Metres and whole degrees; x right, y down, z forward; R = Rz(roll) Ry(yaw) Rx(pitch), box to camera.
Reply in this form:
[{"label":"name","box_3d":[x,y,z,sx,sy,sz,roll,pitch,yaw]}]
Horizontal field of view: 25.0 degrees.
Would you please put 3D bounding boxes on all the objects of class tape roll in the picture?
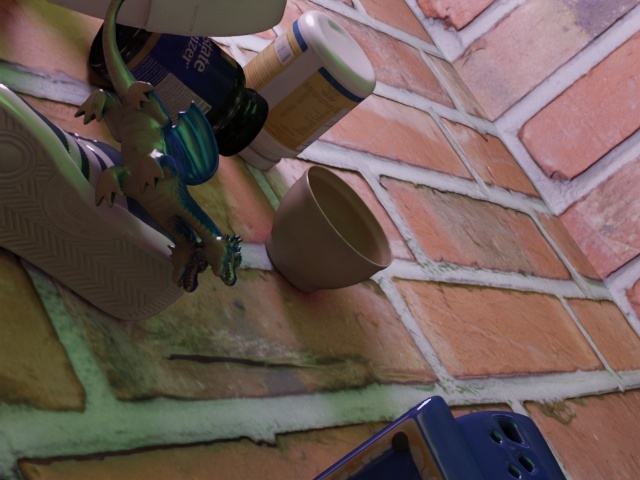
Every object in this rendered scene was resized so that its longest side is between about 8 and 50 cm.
[{"label":"tape roll","box_3d":[-0.223,-0.352,1.762,0.392,0.072,0.392,13,24,-6]}]

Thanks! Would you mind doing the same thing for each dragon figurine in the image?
[{"label":"dragon figurine","box_3d":[-0.153,-0.088,1.365,0.144,0.085,0.289,27,44,-64]}]

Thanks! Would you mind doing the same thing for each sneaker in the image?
[{"label":"sneaker","box_3d":[-0.265,-0.066,1.387,0.350,0.131,0.148,47,19,-39]}]

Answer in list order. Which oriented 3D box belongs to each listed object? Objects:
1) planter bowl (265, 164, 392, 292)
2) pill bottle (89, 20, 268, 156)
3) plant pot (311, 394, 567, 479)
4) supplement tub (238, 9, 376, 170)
[{"label":"planter bowl","box_3d":[0.000,0.000,1.851,0.162,0.109,0.162,42,22,-21]},{"label":"pill bottle","box_3d":[-0.173,-0.203,1.815,0.219,0.123,0.123,38,24,-32]},{"label":"plant pot","box_3d":[0.114,0.298,1.387,0.212,0.236,0.236,28,30,-49]},{"label":"supplement tub","box_3d":[-0.038,-0.204,1.990,0.144,0.199,0.144,43,22,-22]}]
